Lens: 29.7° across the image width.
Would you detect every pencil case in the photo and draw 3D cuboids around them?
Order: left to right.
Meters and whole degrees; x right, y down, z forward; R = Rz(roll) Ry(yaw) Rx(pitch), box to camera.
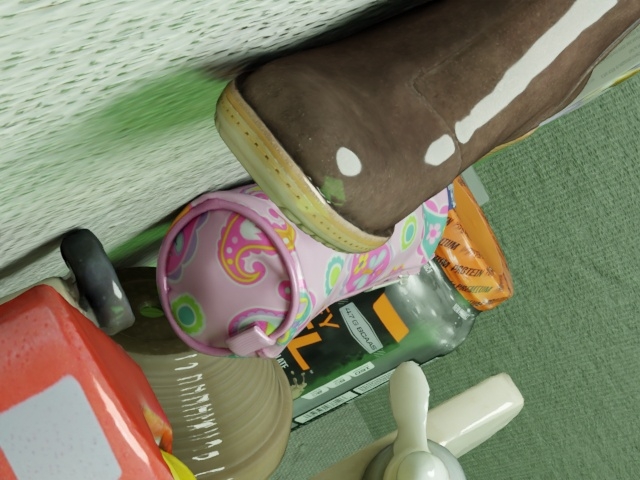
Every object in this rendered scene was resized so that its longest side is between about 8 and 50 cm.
[{"bbox_3d":[0.000,0.000,0.899,0.124,0.124,0.284,-29,177,30],"label":"pencil case"}]

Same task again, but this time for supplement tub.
[{"bbox_3d":[0.008,0.060,1.217,0.338,0.207,0.207,-29,178,16],"label":"supplement tub"}]

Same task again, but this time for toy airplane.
[{"bbox_3d":[-0.095,0.212,0.688,0.384,0.272,0.386,12,118,-42],"label":"toy airplane"}]

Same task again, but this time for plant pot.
[{"bbox_3d":[-0.133,0.097,0.936,0.237,0.237,0.110,-26,137,-43],"label":"plant pot"}]

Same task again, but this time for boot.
[{"bbox_3d":[0.076,-0.095,0.494,0.207,0.090,0.248,-42,172,20],"label":"boot"}]

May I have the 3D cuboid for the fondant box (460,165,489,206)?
[{"bbox_3d":[0.025,-0.003,1.437,0.330,0.096,0.238,-28,178,17],"label":"fondant box"}]

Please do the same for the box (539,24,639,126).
[{"bbox_3d":[0.210,-0.150,0.712,0.063,0.067,0.324,-28,177,-22],"label":"box"}]
